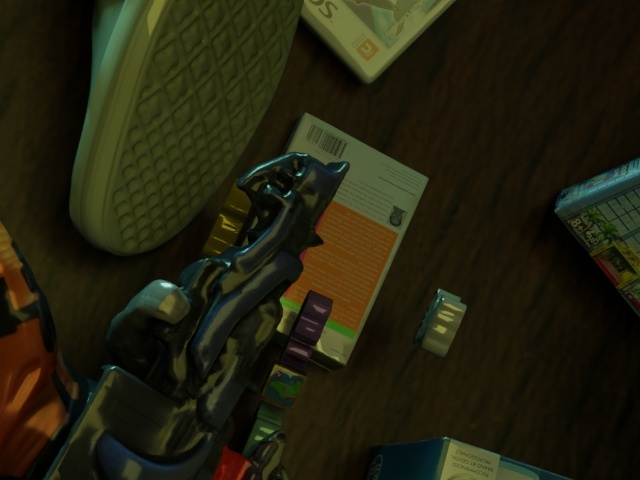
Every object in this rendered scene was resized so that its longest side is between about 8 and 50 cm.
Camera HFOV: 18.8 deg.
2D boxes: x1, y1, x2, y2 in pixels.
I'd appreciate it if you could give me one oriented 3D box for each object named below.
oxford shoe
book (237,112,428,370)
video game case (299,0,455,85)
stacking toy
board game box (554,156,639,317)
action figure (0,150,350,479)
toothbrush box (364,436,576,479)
[{"bbox_3d":[-0.084,-0.213,1.212,0.130,0.169,0.449,16,95,25],"label":"oxford shoe"},{"bbox_3d":[0.000,0.000,1.273,0.096,0.035,0.144,29,73,-10],"label":"book"},{"bbox_3d":[0.038,-0.238,1.296,0.201,0.023,0.183,-45,94,-4],"label":"video game case"},{"bbox_3d":[-0.027,0.094,1.218,0.167,0.052,0.221,25,92,-4],"label":"stacking toy"},{"bbox_3d":[0.295,-0.009,1.306,0.194,0.060,0.194,-38,96,19],"label":"board game box"},{"bbox_3d":[-0.135,0.067,1.129,0.330,0.178,0.341,39,77,-8],"label":"action figure"},{"bbox_3d":[0.111,0.296,1.213,0.216,0.126,0.295,21,76,-15],"label":"toothbrush box"}]
